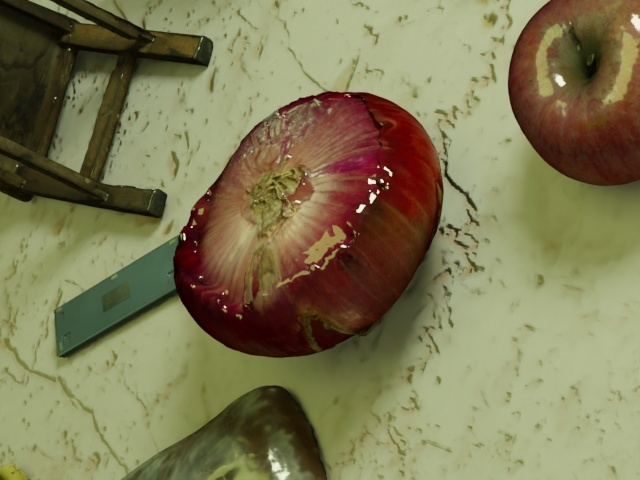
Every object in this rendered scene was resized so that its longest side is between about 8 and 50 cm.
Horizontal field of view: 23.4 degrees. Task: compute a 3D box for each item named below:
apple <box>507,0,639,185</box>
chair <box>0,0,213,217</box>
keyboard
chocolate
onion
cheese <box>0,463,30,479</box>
[{"bbox_3d":[0.218,-0.116,1.156,0.153,0.120,0.153,-8,76,36],"label":"apple"},{"bbox_3d":[-0.350,-0.164,1.569,0.416,0.240,0.203,8,80,44],"label":"chair"},{"bbox_3d":[-0.195,0.056,1.502,0.176,0.014,0.055,-30,58,28],"label":"keyboard"},{"bbox_3d":[-0.114,0.238,1.330,0.254,0.080,0.157,-36,55,24],"label":"chocolate"},{"bbox_3d":[-0.006,-0.009,1.277,0.248,0.161,0.248,-12,63,25],"label":"onion"},{"bbox_3d":[-0.340,0.297,1.524,0.162,0.036,0.086,-45,51,18],"label":"cheese"}]
